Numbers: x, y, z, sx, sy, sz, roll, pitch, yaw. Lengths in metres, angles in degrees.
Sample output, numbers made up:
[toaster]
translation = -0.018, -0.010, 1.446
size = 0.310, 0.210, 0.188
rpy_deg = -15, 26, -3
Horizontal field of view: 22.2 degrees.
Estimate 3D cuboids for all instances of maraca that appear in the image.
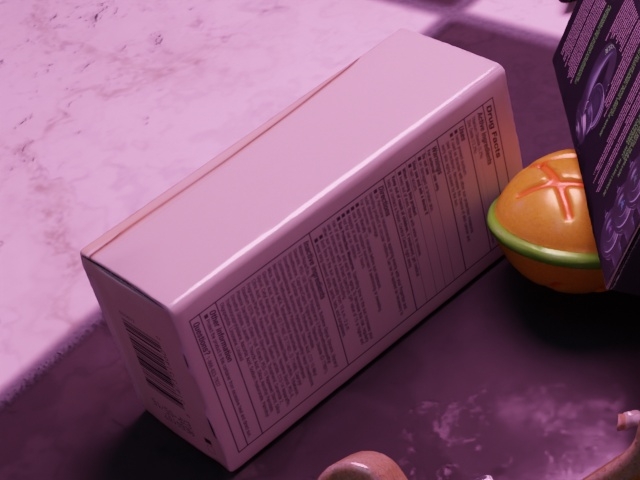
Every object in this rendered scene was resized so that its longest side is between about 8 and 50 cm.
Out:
[maraca]
translation = 0.201, -0.020, 1.171
size = 0.186, 0.099, 0.127
rpy_deg = -21, 39, -40

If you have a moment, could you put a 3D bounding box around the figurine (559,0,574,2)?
[figurine]
translation = 0.308, -0.237, 1.416
size = 0.209, 0.092, 0.215
rpy_deg = -25, 39, 2

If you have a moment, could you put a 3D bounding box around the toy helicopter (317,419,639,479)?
[toy helicopter]
translation = 0.094, 0.184, 0.751
size = 0.355, 0.235, 0.140
rpy_deg = -41, -12, 22

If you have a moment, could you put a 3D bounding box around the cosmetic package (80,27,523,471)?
[cosmetic package]
translation = 0.000, 0.000, 1.164
size = 0.309, 0.160, 0.113
rpy_deg = -37, 42, -26

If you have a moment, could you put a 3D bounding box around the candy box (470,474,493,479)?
[candy box]
translation = 0.031, 0.239, 0.932
size = 0.196, 0.070, 0.165
rpy_deg = -16, 38, 0

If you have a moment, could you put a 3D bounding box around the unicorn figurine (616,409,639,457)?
[unicorn figurine]
translation = 0.231, 0.147, 0.979
size = 0.111, 0.060, 0.162
rpy_deg = 6, 37, 10

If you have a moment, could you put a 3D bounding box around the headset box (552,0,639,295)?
[headset box]
translation = 0.305, -0.066, 1.085
size = 0.246, 0.131, 0.283
rpy_deg = 12, 38, -10
